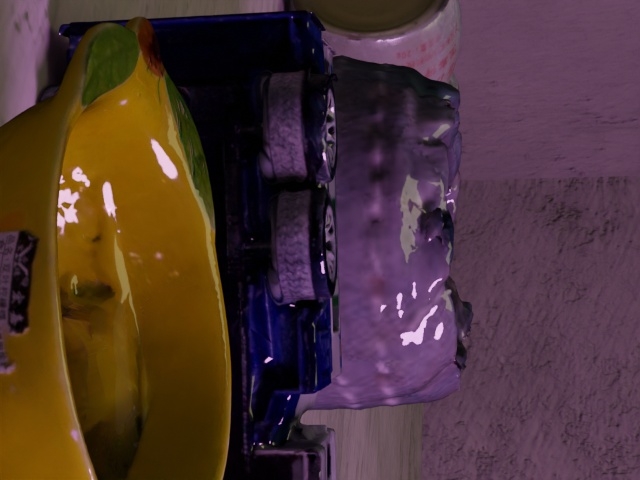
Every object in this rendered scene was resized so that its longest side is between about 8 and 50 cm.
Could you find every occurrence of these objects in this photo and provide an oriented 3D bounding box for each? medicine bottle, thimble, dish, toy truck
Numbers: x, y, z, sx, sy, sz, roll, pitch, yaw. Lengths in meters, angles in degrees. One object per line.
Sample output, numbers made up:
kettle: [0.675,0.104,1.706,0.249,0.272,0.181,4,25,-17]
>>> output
medicine bottle: [0.048,-0.167,1.422,0.143,0.147,0.147,83,9,-49]
thimble: [0.000,0.000,0.934,0.236,0.172,0.205,72,21,-72]
dish: [-0.090,0.024,0.551,0.149,0.080,0.207,53,31,-61]
toy truck: [-0.044,0.040,0.744,0.155,0.124,0.268,5,84,-82]
